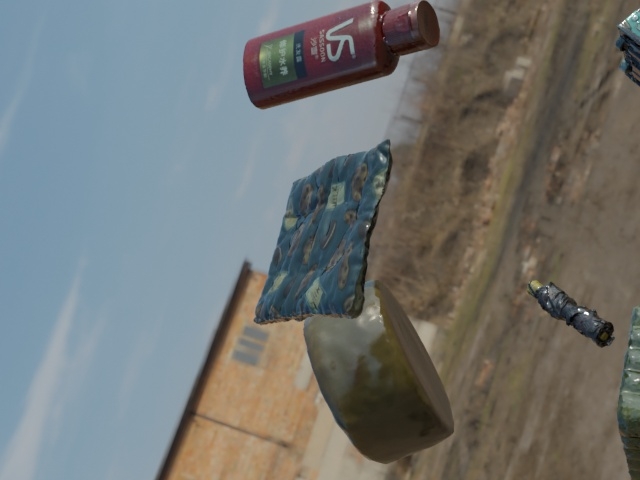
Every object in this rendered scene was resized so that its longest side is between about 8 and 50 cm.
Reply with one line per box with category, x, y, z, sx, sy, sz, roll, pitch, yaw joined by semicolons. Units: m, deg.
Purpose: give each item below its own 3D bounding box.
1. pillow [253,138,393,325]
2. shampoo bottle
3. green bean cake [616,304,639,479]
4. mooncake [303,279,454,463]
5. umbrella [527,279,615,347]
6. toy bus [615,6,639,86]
pillow;0.000;-0.001;1.152;0.255;0.034;0.189;-16;58;65
shampoo bottle;0.024;-0.284;1.579;0.076;0.314;0.118;19;-114;-53
green bean cake;0.431;0.197;1.326;0.185;0.094;0.183;68;-147;-49
mooncake;0.089;0.213;1.691;0.284;0.155;0.284;59;-168;-22
umbrella;0.308;0.087;1.307;0.037;0.040;0.144;-61;36;8
toy bus;0.499;-0.287;1.571;0.092;0.079;0.160;-44;-28;2
